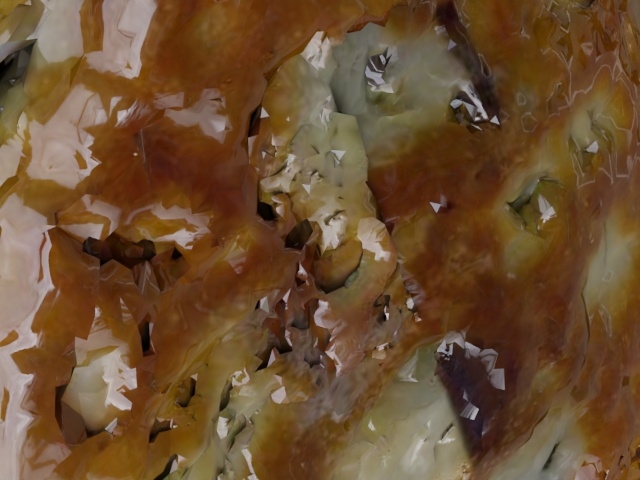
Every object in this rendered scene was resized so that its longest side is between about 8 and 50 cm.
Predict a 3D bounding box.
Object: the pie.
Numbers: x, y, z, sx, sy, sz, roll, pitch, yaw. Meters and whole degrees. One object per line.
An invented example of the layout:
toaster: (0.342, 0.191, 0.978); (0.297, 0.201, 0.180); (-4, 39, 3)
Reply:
pie: (0.001, 0.000, 0.466); (0.085, 0.308, 0.308); (26, 153, 42)
